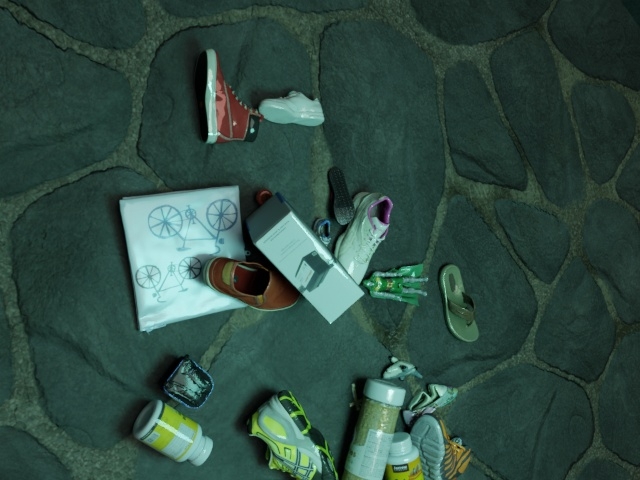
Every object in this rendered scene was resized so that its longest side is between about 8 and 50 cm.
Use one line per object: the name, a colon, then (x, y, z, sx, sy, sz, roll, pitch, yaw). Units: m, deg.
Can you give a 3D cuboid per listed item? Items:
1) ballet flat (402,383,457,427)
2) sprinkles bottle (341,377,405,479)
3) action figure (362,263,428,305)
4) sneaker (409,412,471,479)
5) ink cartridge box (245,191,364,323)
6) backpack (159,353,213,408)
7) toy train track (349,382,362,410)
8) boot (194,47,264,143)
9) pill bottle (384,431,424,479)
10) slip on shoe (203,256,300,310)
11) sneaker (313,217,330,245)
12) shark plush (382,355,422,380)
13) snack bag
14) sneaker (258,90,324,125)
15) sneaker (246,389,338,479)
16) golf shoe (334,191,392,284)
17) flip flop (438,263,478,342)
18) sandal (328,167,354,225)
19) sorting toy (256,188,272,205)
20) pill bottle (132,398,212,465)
ballet flat: (0.351, 0.512, 1.933, 0.221, 0.077, 0.079, -29, 98, -25)
sprinkles bottle: (0.148, 0.589, 1.753, 0.121, 0.121, 0.355, 19, 83, -29)
action figure: (0.230, 0.139, 1.886, 0.232, 0.063, 0.137, 3, 89, -28)
sneaker: (0.386, 0.647, 1.912, 0.180, 0.124, 0.321, -28, 124, -37)
ink cartridge box: (-0.046, 0.042, 1.605, 0.129, 0.223, 0.307, -41, 112, 1)
backpack: (-0.333, 0.357, 1.511, 0.114, 0.084, 0.105, 43, 68, -17)
toy train track: (0.108, 0.473, 1.817, 0.048, 0.014, 0.083, -15, 95, -31)
boot: (-0.238, -0.384, 1.612, 0.176, 0.088, 0.244, -8, 100, -32)
pill bottle: (0.251, 0.702, 1.832, 0.117, 0.117, 0.215, -14, 94, -31)
slip on shoe: (-0.158, 0.118, 1.592, 0.331, 0.101, 0.123, 25, 72, -49)
sneaker: (0.000, 0.000, 1.750, 0.052, 0.058, 0.135, 10, 83, -31)
shark plush: (0.261, 0.415, 1.910, 0.161, 0.073, 0.067, 18, 98, -50)
snack bag: (-0.335, 0.040, 1.554, 0.323, 0.037, 0.343, -11, 98, -32)
sneaker: (-0.088, -0.387, 1.717, 0.212, 0.080, 0.094, 3, 74, -38)
sneaker: (-0.065, 0.585, 1.658, 0.147, 0.145, 0.385, -29, 107, 2)
golf shoe: (0.128, -0.004, 1.783, 0.115, 0.140, 0.306, 20, 79, -31)
flip flop: (0.472, 0.212, 2.015, 0.112, 0.080, 0.277, -18, 97, -31)
sandal: (0.058, -0.129, 1.803, 0.067, 0.040, 0.179, -4, 74, -21)
sorting toy: (-0.144, -0.100, 1.683, 0.061, 0.042, 0.102, -27, 114, -14)
pill bottle: (-0.359, 0.478, 1.479, 0.184, 0.103, 0.103, 41, 68, -23)
